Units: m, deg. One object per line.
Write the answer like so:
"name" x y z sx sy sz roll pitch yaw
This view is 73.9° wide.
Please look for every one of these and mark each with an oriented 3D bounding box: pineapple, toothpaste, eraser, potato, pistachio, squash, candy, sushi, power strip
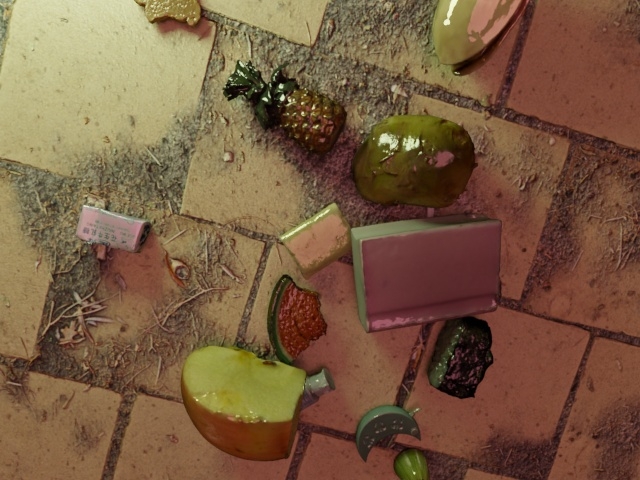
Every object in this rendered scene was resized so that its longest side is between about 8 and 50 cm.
"pineapple" -0.086 -0.341 1.045 0.310 0.141 0.170 29 99 0
"toothpaste" -0.103 0.450 1.177 0.299 0.073 0.114 -30 100 8
"eraser" 0.272 0.079 1.105 0.360 0.122 0.272 -10 108 -6
"potato" 0.234 -0.198 1.056 0.300 0.196 0.246 -6 96 -2
"pistachio" 0.388 -0.559 1.020 0.194 0.214 0.317 10 104 -44
"squash" 0.272 0.672 1.198 0.105 0.132 0.105 -1 99 -6
"candy" -0.522 -0.027 1.073 0.160 0.073 0.092 17 91 -6
"sushi" 0.388 0.316 1.167 0.127 0.124 0.224 19 90 -7
"power strip" 0.198 0.540 1.220 0.216 0.044 0.137 -23 98 -1

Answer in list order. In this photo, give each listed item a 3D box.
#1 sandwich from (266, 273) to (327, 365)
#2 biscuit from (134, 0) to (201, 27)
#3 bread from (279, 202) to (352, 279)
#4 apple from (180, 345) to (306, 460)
"sandwich" -0.075 0.201 1.143 0.159 0.079 0.234 -18 102 -12
"biscuit" -0.389 -0.618 1.027 0.162 0.035 0.250 -45 99 -3
"bread" 0.000 0.000 1.125 0.178 0.060 0.139 -31 100 -1
"apple" -0.200 0.399 1.065 0.309 0.314 0.252 11 63 5
